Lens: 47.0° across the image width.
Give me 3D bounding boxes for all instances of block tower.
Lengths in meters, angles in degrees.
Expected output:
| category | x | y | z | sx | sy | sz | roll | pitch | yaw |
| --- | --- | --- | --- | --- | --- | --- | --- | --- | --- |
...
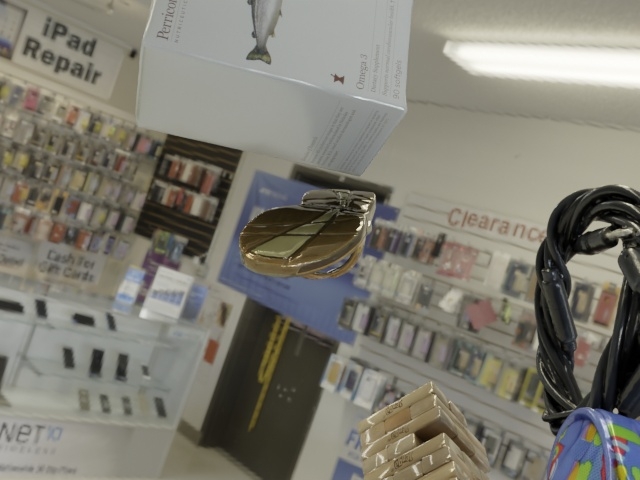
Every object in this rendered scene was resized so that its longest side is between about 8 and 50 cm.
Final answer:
| category | x | y | z | sx | sy | sz | roll | pitch | yaw |
| --- | --- | --- | --- | --- | --- | --- | --- | --- | --- |
| block tower | 0.102 | 0.263 | 0.573 | 0.091 | 0.097 | 0.335 | 47 | 19 | -23 |

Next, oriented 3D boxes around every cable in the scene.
| category | x | y | z | sx | sy | sz | roll | pitch | yaw |
| --- | --- | --- | --- | --- | --- | --- | --- | --- | --- |
| cable | 0.174 | 0.054 | 0.491 | 0.047 | 0.184 | 0.150 | -2 | 46 | -9 |

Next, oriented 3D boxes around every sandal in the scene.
| category | x | y | z | sx | sy | sz | roll | pitch | yaw |
| --- | --- | --- | --- | --- | --- | --- | --- | --- | --- |
| sandal | 0.000 | 0.000 | 0.520 | 0.072 | 0.049 | 0.180 | 8 | 16 | 14 |

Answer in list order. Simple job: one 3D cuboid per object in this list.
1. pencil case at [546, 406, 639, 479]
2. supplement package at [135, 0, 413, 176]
| category | x | y | z | sx | sy | sz | roll | pitch | yaw |
| --- | --- | --- | --- | --- | --- | --- | --- | --- | --- |
| pencil case | 0.272 | 0.157 | 0.368 | 0.306 | 0.119 | 0.133 | 4 | -25 | 8 |
| supplement package | -0.035 | -0.131 | 0.539 | 0.179 | 0.105 | 0.105 | 11 | -24 | -12 |
